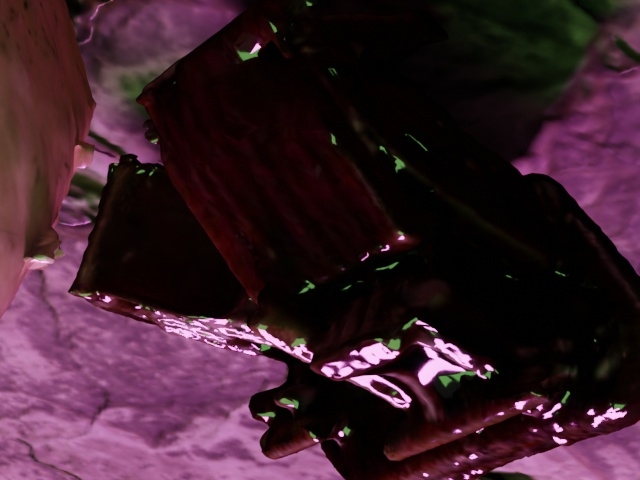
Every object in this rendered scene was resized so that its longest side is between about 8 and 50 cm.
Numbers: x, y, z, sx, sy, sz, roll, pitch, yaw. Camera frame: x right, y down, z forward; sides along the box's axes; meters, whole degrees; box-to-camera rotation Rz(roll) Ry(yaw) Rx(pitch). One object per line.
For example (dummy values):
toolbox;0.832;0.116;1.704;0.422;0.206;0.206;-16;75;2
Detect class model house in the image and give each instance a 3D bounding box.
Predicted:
model house;-0.004;0.010;0.531;0.164;0.141;0.203;20;145;-26

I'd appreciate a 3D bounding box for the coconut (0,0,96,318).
coconut;-0.252;-0.054;0.387;0.352;0.353;0.353;8;141;6
